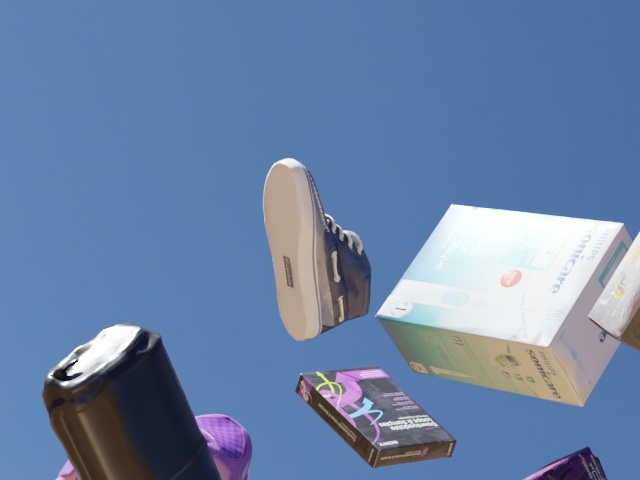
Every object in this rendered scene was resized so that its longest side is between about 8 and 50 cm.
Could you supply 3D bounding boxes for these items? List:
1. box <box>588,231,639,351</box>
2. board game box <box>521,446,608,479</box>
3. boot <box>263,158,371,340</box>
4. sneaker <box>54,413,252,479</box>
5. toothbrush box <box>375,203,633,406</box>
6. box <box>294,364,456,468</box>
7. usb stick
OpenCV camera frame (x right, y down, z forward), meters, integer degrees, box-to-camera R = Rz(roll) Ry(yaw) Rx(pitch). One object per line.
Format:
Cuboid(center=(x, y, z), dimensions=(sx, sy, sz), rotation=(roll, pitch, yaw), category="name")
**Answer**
Cuboid(center=(0.368, 0.014, 1.542), dimensions=(0.183, 0.231, 0.056), rotation=(25, 9, -28), category="box")
Cuboid(center=(0.183, 0.316, 1.091), dimensions=(0.056, 0.208, 0.347), rotation=(-34, -100, 42), category="board game box")
Cuboid(center=(0.000, 0.000, 1.719), dimensions=(0.069, 0.086, 0.190), rotation=(31, -47, 48), category="boot")
Cuboid(center=(-0.127, 0.178, 1.413), dimensions=(0.095, 0.236, 0.104), rotation=(35, -62, 24), category="sneaker")
Cuboid(center=(0.258, 0.081, 2.345), dimensions=(0.295, 0.216, 0.126), rotation=(10, -36, 44), category="toothbrush box")
Cuboid(center=(0.063, 0.198, 2.006), dimensions=(0.162, 0.116, 0.029), rotation=(42, -56, 42), category="box")
Cuboid(center=(-0.071, 0.172, 0.944), dimensions=(0.045, 0.077, 0.278), rotation=(3, -56, 41), category="usb stick")
